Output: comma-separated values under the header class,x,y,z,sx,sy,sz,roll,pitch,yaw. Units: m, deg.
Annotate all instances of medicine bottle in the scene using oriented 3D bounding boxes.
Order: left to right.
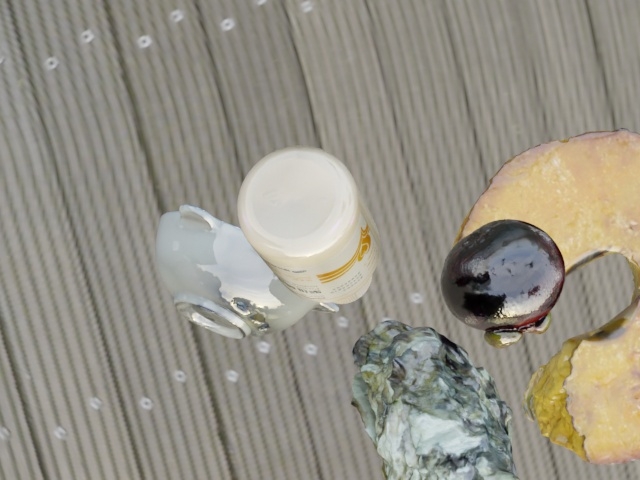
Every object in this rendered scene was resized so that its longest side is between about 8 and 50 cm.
class,x,y,z,sx,sy,sz,roll,pitch,yaw
medicine bottle,0.000,0.000,1.232,0.114,0.252,0.114,-3,72,10

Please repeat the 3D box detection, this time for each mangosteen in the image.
class,x,y,z,sx,sy,sz,roll,pitch,yaw
mangosteen,0.220,0.053,1.480,0.152,0.152,0.153,-1,92,-21

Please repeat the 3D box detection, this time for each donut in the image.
class,x,y,z,sx,sy,sz,roll,pitch,yaw
donut,0.393,0.064,1.718,0.377,0.163,0.435,-24,90,-8

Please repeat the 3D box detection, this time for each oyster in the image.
class,x,y,z,sx,sy,sz,roll,pitch,yaw
oyster,0.134,0.201,1.304,0.162,0.351,0.158,-17,116,-7

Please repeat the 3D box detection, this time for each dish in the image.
class,x,y,z,sx,sy,sz,roll,pitch,yaw
dish,-0.101,0.056,1.412,0.236,0.227,0.086,37,68,-33
